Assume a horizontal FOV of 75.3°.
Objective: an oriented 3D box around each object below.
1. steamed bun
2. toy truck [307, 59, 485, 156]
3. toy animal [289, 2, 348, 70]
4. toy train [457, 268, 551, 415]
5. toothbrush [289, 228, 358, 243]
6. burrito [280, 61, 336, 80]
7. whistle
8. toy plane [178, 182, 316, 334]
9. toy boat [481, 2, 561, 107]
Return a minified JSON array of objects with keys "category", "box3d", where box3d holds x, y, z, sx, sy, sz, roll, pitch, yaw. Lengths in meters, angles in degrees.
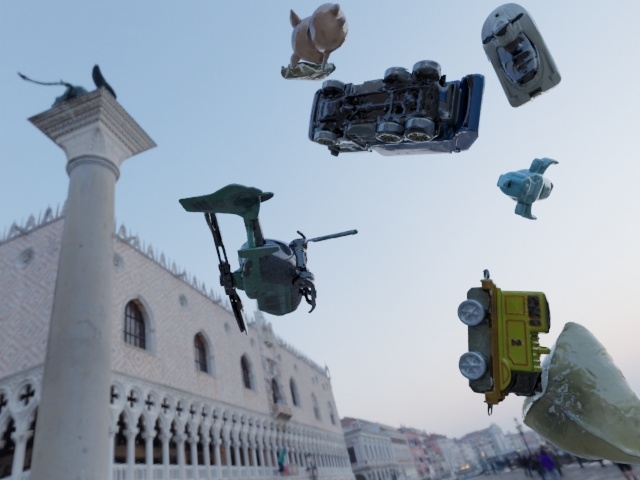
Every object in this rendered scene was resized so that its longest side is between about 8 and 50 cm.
[{"category":"steamed bun","box3d":[0.439,0.295,0.737,0.110,0.231,0.213,5,-47,-18]},{"category":"toy truck","box3d":[0.156,-0.261,0.881,0.367,0.146,0.175,7,-6,34]},{"category":"toy animal","box3d":[-0.003,-0.350,0.698,0.089,0.084,0.150,21,-11,-32]},{"category":"toy train","box3d":[0.278,0.150,0.625,0.127,0.220,0.089,-4,-17,30]},{"category":"toothbrush","box3d":[0.000,0.000,0.689,0.011,0.014,0.167,10,-15,-41]},{"category":"burrito","box3d":[-0.031,-0.418,1.025,0.149,0.041,0.055,-19,5,-38]},{"category":"whistle","box3d":[0.605,-0.155,1.208,0.273,0.093,0.186,-1,-69,-39]},{"category":"toy plane","box3d":[-0.090,0.037,0.641,0.155,0.107,0.382,-9,-31,-5]},{"category":"toy boat","box3d":[0.500,-0.487,1.070,0.140,0.270,0.141,-26,-1,-1]}]
